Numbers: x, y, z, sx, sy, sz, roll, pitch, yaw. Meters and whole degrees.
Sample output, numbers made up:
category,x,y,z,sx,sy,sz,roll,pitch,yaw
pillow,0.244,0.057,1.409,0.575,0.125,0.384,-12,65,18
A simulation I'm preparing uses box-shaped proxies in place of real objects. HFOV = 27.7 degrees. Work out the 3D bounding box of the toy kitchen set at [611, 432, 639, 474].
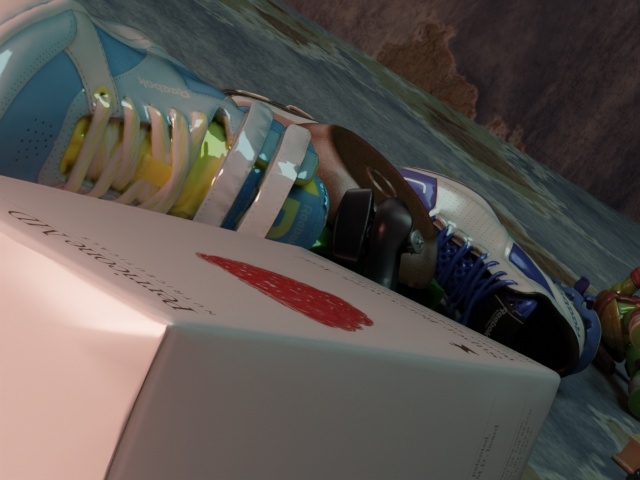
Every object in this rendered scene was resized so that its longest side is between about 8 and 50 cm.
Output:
category,x,y,z,sx,sy,sz,roll,pitch,yaw
toy kitchen set,0.373,0.233,1.385,0.083,0.068,0.075,43,16,26

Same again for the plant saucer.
category,x,y,z,sx,sy,sz,roll,pitch,yaw
plant saucer,0.047,-0.042,1.201,0.198,0.036,0.199,42,19,-18

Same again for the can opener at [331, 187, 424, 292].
category,x,y,z,sx,sy,sz,roll,pitch,yaw
can opener,0.045,0.045,1.077,0.073,0.186,0.059,-1,-24,18

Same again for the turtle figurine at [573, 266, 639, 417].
category,x,y,z,sx,sy,sz,roll,pitch,yaw
turtle figurine,0.467,0.124,1.700,0.274,0.198,0.266,32,18,-1

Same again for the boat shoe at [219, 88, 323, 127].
category,x,y,z,sx,sy,sz,roll,pitch,yaw
boat shoe,-0.032,-0.126,1.574,0.219,0.078,0.070,27,18,-27

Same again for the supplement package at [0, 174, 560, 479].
category,x,y,z,sx,sy,sz,roll,pitch,yaw
supplement package,-0.059,0.090,0.541,0.177,0.175,0.293,26,7,33

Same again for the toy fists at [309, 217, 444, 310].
category,x,y,z,sx,sy,sz,roll,pitch,yaw
toy fists,0.000,0.000,1.217,0.279,0.096,0.142,19,35,-52

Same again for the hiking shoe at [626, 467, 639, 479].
category,x,y,z,sx,sy,sz,roll,pitch,yaw
hiking shoe,0.370,0.258,1.211,0.304,0.113,0.132,-16,91,-52

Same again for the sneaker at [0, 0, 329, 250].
category,x,y,z,sx,sy,sz,roll,pitch,yaw
sneaker,-0.101,-0.053,0.801,0.208,0.127,0.319,33,15,9

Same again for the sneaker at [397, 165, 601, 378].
category,x,y,z,sx,sy,sz,roll,pitch,yaw
sneaker,0.175,0.043,1.414,0.315,0.127,0.182,39,12,5
